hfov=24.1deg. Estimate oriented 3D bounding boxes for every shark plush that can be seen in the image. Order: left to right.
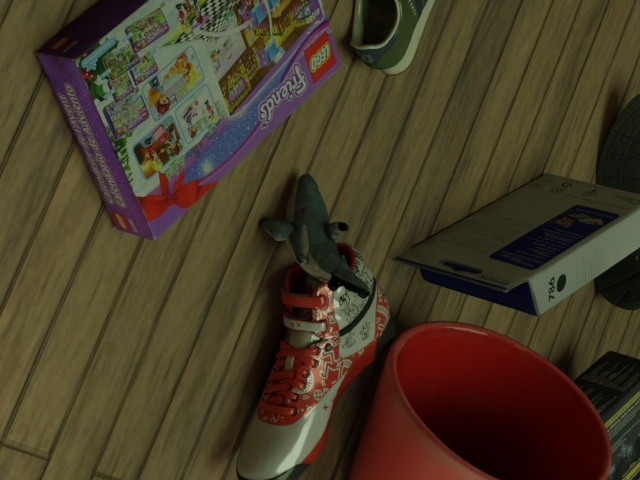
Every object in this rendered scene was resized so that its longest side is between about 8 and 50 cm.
[{"bbox_3d":[0.000,0.000,1.517,0.073,0.161,0.067,30,107,-35],"label":"shark plush"}]

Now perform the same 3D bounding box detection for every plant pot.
[{"bbox_3d":[0.151,0.268,1.681,0.275,0.275,0.243,-13,138,-48],"label":"plant pot"}]

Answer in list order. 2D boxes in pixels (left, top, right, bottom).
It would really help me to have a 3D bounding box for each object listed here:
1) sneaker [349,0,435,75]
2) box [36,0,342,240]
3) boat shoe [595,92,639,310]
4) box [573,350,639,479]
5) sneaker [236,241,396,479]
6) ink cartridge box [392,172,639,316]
[{"bbox_3d":[0.081,-0.273,1.579,0.086,0.064,0.192,8,99,-56],"label":"sneaker"},{"bbox_3d":[-0.110,-0.168,1.390,0.293,0.057,0.201,-45,133,-32],"label":"box"},{"bbox_3d":[0.454,-0.061,2.075,0.103,0.118,0.320,-30,128,-49],"label":"boat shoe"},{"bbox_3d":[0.327,0.382,2.001,0.395,0.097,0.318,-35,126,-35],"label":"box"},{"bbox_3d":[-0.024,0.123,1.573,0.270,0.090,0.145,-51,135,-31],"label":"sneaker"},{"bbox_3d":[0.249,0.009,1.803,0.332,0.165,0.065,-25,122,-43],"label":"ink cartridge box"}]
